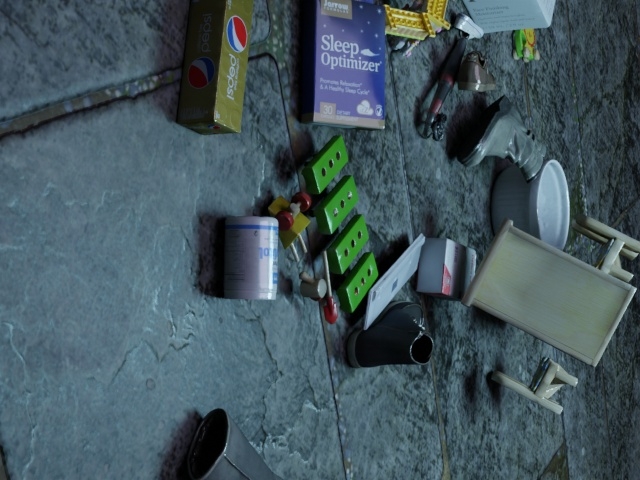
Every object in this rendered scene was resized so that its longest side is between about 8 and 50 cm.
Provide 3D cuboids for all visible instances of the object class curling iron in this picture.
[{"bbox_3d":[0.228,-0.281,2.055,0.068,0.035,0.274,87,17,-50],"label":"curling iron"}]

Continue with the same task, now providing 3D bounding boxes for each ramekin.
[{"bbox_3d":[0.433,-0.064,2.331,0.207,0.109,0.207,-1,91,-60],"label":"ramekin"}]

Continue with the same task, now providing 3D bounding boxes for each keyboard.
[{"bbox_3d":[0.122,0.064,1.848,0.256,0.014,0.072,-42,150,-58],"label":"keyboard"}]

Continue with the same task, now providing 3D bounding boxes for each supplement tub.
[{"bbox_3d":[-0.090,0.023,1.459,0.071,0.071,0.107,4,86,-60],"label":"supplement tub"}]

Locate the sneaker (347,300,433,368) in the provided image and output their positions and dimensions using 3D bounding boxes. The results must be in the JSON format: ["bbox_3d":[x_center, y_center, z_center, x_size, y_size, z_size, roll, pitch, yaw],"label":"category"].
[{"bbox_3d":[0.145,0.157,1.816,0.222,0.118,0.083,-30,115,-56],"label":"sneaker"}]

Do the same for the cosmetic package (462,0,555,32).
[{"bbox_3d":[0.358,-0.518,2.162,0.184,0.151,0.151,47,51,-48],"label":"cosmetic package"}]

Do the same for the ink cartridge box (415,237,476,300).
[{"bbox_3d":[0.226,0.054,2.020,0.135,0.056,0.099,20,74,-59],"label":"ink cartridge box"}]

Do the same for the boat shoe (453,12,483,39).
[{"bbox_3d":[0.281,-0.401,2.150,0.035,0.035,0.100,-61,153,4],"label":"boat shoe"}]

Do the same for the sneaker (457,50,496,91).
[{"bbox_3d":[0.296,-0.318,2.098,0.188,0.066,0.071,-44,142,-73],"label":"sneaker"}]

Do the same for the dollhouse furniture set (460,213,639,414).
[{"bbox_3d":[0.420,0.110,2.128,0.362,0.256,0.394,-62,170,0],"label":"dollhouse furniture set"}]

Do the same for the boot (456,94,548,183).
[{"bbox_3d":[0.365,-0.173,2.171,0.161,0.083,0.246,47,40,-7],"label":"boot"}]

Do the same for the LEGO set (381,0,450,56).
[{"bbox_3d":[0.125,-0.357,1.846,0.132,0.107,0.287,47,44,-2],"label":"LEGO set"}]

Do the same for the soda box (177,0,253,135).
[{"bbox_3d":[-0.130,-0.225,1.404,0.061,0.058,0.181,21,72,-58],"label":"soda box"}]

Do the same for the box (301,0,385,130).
[{"bbox_3d":[0.035,-0.281,1.668,0.136,0.036,0.225,1,87,-37],"label":"box"}]

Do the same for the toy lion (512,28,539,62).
[{"bbox_3d":[0.443,-0.437,2.432,0.100,0.034,0.096,-7,88,-60],"label":"toy lion"}]

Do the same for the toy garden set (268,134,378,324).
[{"bbox_3d":[0.000,0.000,1.643,0.204,0.049,0.244,-51,133,-50],"label":"toy garden set"}]

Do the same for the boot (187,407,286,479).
[{"bbox_3d":[-0.101,0.342,1.432,0.208,0.076,0.190,62,25,-50],"label":"boot"}]
